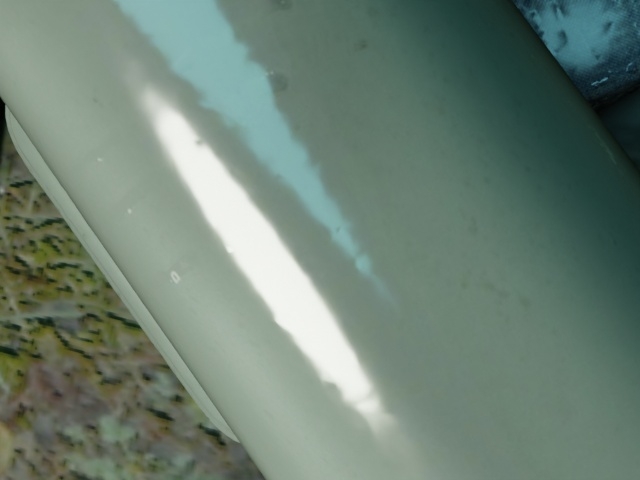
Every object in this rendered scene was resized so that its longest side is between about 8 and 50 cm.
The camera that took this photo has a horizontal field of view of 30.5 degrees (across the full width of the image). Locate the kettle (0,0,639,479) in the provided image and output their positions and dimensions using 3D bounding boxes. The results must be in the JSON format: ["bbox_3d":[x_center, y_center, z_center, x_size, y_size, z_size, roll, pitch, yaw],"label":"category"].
[{"bbox_3d":[0.013,-0.010,0.515,0.205,0.265,0.318,-38,93,-9],"label":"kettle"}]

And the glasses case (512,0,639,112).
[{"bbox_3d":[0.051,-0.080,0.610,0.282,0.067,0.109,-28,72,22],"label":"glasses case"}]
